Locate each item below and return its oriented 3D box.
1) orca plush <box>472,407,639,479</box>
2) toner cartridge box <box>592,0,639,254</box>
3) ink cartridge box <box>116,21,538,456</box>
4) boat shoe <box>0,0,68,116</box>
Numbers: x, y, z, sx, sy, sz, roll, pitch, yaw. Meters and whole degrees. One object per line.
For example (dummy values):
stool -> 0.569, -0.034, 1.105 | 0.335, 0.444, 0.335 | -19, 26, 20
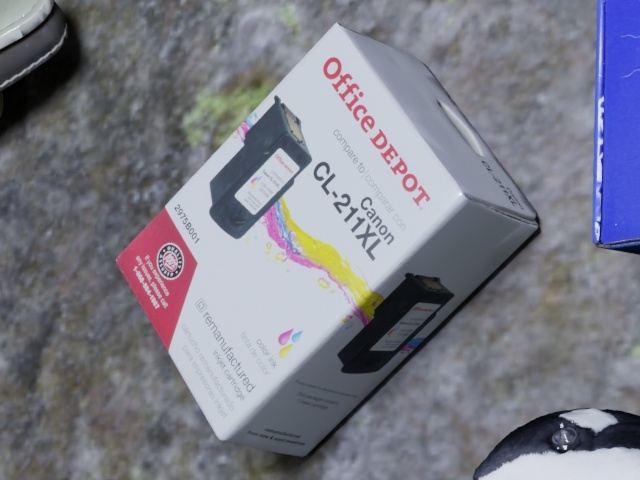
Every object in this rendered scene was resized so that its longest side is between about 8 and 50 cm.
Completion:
orca plush -> 0.206, 0.112, 0.741 | 0.287, 0.151, 0.102 | 9, 53, 40
toner cartridge box -> 0.255, -0.086, 0.711 | 0.348, 0.075, 0.165 | -6, 80, 50
ink cartridge box -> 0.000, 0.000, 0.935 | 0.175, 0.072, 0.127 | -46, 56, 19
boat shoe -> -0.232, -0.085, 1.134 | 0.228, 0.068, 0.081 | -21, 32, 29
